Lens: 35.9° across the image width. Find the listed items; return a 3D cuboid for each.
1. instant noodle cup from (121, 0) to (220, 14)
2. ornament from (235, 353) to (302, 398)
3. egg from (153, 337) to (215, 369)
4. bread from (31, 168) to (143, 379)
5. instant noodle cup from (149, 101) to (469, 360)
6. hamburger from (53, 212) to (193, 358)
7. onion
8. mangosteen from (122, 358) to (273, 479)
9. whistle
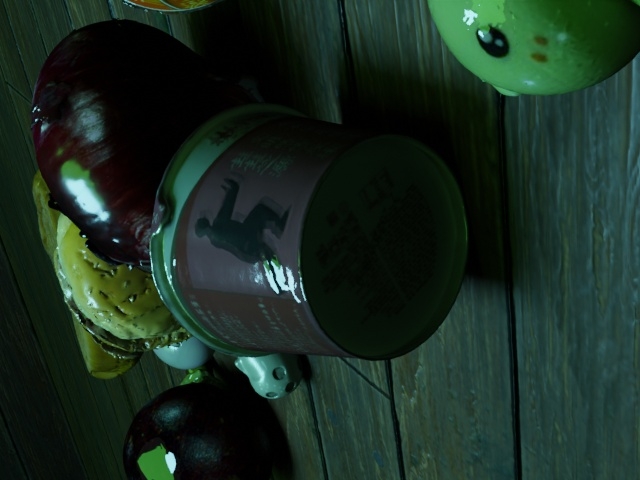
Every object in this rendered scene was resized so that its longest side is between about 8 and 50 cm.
[{"bbox_3d":[-0.129,-0.306,0.829,0.213,0.213,0.174,58,163,15],"label":"instant noodle cup"},{"bbox_3d":[-0.079,0.129,1.276,0.156,0.081,0.075,68,161,3],"label":"ornament"},{"bbox_3d":[-0.215,0.142,1.529,0.135,0.103,0.103,39,146,47],"label":"egg"},{"bbox_3d":[-0.362,0.053,1.651,0.337,0.148,0.328,110,138,-64],"label":"bread"},{"bbox_3d":[0.000,0.000,0.833,0.178,0.235,0.234,9,121,51],"label":"instant noodle cup"},{"bbox_3d":[-0.234,0.024,1.313,0.244,0.244,0.163,61,152,9],"label":"hamburger"},{"bbox_3d":[-0.159,-0.097,1.030,0.314,0.232,0.314,48,-158,-26],"label":"onion"},{"bbox_3d":[-0.184,0.291,1.523,0.231,0.232,0.289,98,175,-51],"label":"mangosteen"},{"bbox_3d":[0.143,-0.163,0.475,0.141,0.141,0.294,62,155,7],"label":"whistle"}]
